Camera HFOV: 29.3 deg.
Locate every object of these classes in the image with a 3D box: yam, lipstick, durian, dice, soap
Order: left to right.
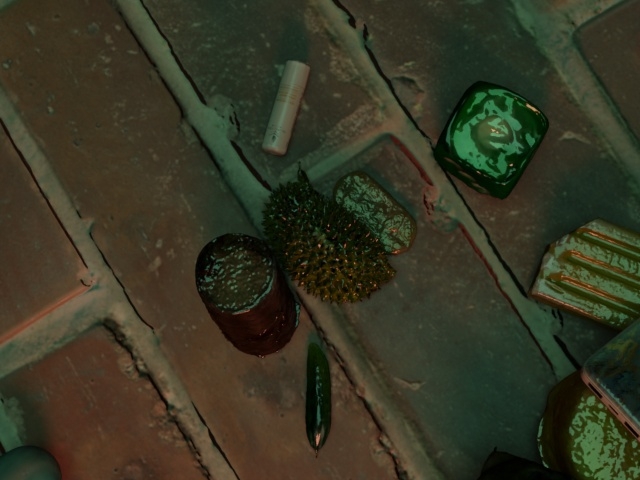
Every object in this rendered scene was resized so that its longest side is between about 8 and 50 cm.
[{"bbox_3d":[-0.101,0.075,1.684,0.131,0.279,0.131,-1,73,5],"label":"yam"},{"bbox_3d":[-0.051,-0.197,1.823,0.040,0.040,0.141,15,85,5],"label":"lipstick"},{"bbox_3d":[-0.004,0.001,1.772,0.137,0.095,0.220,-42,76,-3],"label":"durian"},{"bbox_3d":[0.245,-0.143,1.758,0.128,0.120,0.131,30,84,8],"label":"dice"},{"bbox_3d":[0.428,0.058,1.744,0.232,0.073,0.140,22,82,6],"label":"soap"}]

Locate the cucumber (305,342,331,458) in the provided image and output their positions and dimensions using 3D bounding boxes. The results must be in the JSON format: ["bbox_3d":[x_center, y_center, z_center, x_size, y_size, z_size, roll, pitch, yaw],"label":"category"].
[{"bbox_3d":[-0.003,0.232,1.771,0.039,0.039,0.168,-1,81,4],"label":"cucumber"}]

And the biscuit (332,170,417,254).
[{"bbox_3d":[0.081,-0.041,1.806,0.071,0.018,0.147,-45,83,-3],"label":"biscuit"}]

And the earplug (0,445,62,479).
[{"bbox_3d":[-0.486,0.430,1.725,0.185,0.185,0.324,34,79,7],"label":"earplug"}]

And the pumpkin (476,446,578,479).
[{"bbox_3d":[0.304,0.438,1.606,0.303,0.256,0.225,27,72,12],"label":"pumpkin"}]

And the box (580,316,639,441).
[{"bbox_3d":[0.487,0.145,1.629,0.285,0.044,0.142,-34,71,-21],"label":"box"}]

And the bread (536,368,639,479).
[{"bbox_3d":[0.435,0.277,1.680,0.268,0.146,0.268,-1,80,5],"label":"bread"}]
